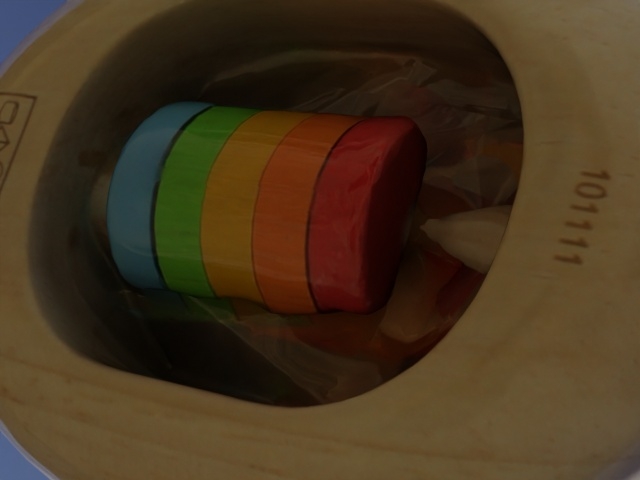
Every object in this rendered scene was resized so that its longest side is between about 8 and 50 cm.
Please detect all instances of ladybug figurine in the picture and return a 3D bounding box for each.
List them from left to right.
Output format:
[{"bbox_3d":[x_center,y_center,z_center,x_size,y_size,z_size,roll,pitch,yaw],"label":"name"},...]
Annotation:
[{"bbox_3d":[0.000,0.000,0.701,0.449,0.162,0.305,12,-101,37],"label":"ladybug figurine"}]
